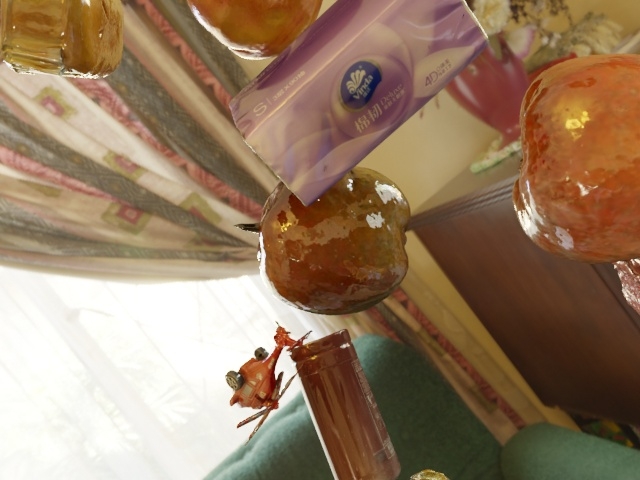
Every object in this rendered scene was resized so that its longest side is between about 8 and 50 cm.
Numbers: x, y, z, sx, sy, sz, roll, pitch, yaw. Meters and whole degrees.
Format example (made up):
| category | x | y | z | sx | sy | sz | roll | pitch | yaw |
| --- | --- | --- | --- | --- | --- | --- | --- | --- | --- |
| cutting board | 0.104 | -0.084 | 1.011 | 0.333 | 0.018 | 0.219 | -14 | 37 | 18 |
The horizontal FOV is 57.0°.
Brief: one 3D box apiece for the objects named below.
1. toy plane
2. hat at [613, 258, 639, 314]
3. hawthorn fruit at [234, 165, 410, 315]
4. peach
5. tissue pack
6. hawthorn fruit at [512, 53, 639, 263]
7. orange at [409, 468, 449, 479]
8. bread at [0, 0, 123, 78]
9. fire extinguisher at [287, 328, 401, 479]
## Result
| category | x | y | z | sx | sy | sz | roll | pitch | yaw |
| --- | --- | --- | --- | --- | --- | --- | --- | --- | --- |
| toy plane | -0.075 | 0.168 | 0.729 | 0.126 | 0.077 | 0.194 | -44 | -15 | -24 |
| hat | 0.505 | 0.063 | 0.877 | 0.107 | 0.286 | 0.237 | -39 | 23 | 24 |
| hawthorn fruit | 0.000 | 0.000 | 1.026 | 0.301 | 0.268 | 0.268 | 2 | -11 | -18 |
| peach | -0.105 | -0.471 | 1.055 | 0.281 | 0.281 | 0.238 | -37 | -10 | 19 |
| tissue pack | 0.040 | -0.242 | 0.856 | 0.338 | 0.160 | 0.242 | -42 | 28 | 6 |
| hawthorn fruit | 0.330 | -0.101 | 0.654 | 0.263 | 0.235 | 0.231 | -31 | 40 | 19 |
| orange | 0.177 | 0.359 | 0.725 | 0.160 | 0.170 | 0.112 | 16 | -78 | -57 |
| bread | -0.330 | -0.286 | 0.782 | 0.241 | 0.107 | 0.136 | -111 | 28 | -71 |
| fire extinguisher | 0.042 | 0.263 | 0.811 | 0.105 | 0.269 | 0.105 | -20 | -9 | -3 |
